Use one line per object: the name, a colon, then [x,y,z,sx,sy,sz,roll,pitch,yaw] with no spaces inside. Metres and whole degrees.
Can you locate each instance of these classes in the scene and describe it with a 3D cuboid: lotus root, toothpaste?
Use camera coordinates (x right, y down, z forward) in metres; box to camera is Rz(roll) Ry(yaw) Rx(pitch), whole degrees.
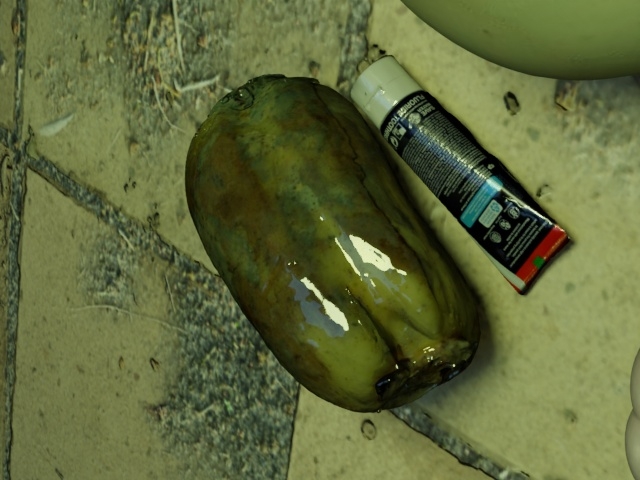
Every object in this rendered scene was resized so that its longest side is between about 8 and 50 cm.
lotus root: [0.000,0.000,0.806,0.152,0.160,0.275,-34,65,10]
toothpaste: [0.096,-0.049,0.786,0.193,0.045,0.071,49,141,19]

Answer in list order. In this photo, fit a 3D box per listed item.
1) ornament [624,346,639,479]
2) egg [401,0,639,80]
ornament: [0.247,0.100,0.575,0.177,0.177,0.177,15,112,44]
egg: [0.126,-0.199,0.578,0.269,0.219,0.219,47,131,26]
